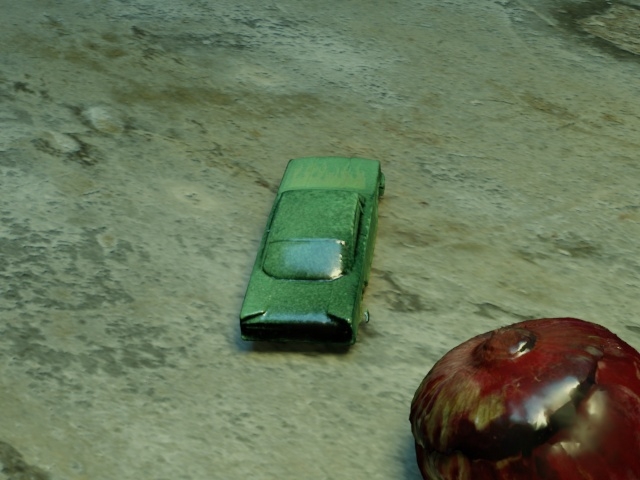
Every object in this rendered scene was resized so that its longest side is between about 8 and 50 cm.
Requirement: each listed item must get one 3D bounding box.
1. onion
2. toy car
[{"bbox_3d":[0.204,0.171,1.249,0.246,0.190,0.246,-18,25,9],"label":"onion"},{"bbox_3d":[0.000,0.000,1.570,0.142,0.097,0.320,1,40,10],"label":"toy car"}]
